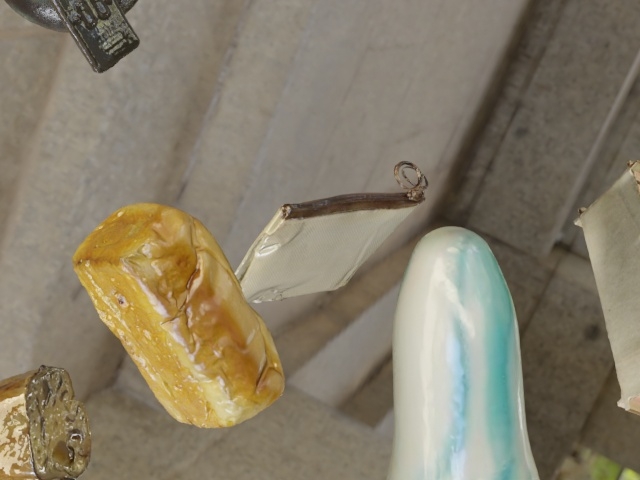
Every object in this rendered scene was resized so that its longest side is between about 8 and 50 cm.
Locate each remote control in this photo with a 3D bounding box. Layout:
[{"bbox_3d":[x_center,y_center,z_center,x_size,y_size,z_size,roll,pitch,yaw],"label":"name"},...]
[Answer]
[{"bbox_3d":[-0.239,-0.258,0.979,0.063,0.025,0.245,-49,117,-42],"label":"remote control"}]

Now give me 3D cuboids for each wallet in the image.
[{"bbox_3d":[0.002,0.001,1.791,0.335,0.068,0.275,-11,146,-45],"label":"wallet"}]

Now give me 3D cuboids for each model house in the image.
[{"bbox_3d":[0.482,0.077,1.456,0.169,0.244,0.326,-38,-138,37],"label":"model house"}]

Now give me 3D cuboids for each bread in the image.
[{"bbox_3d":[-0.168,0.096,1.416,0.294,0.166,0.132,58,44,-24],"label":"bread"}]

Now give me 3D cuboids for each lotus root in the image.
[{"bbox_3d":[-0.493,0.313,1.877,0.199,0.179,0.188,24,56,-66],"label":"lotus root"}]

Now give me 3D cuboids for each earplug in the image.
[{"bbox_3d":[0.154,0.145,1.291,0.185,0.185,0.324,-33,121,-65],"label":"earplug"}]

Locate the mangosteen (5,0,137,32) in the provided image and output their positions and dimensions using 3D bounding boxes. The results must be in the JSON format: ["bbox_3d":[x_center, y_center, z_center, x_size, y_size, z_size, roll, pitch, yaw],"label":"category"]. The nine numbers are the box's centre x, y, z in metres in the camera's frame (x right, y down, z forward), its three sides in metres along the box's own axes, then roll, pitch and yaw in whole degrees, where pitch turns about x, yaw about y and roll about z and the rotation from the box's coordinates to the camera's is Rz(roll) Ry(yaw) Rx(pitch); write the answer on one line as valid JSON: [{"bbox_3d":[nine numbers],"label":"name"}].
[{"bbox_3d":[-0.309,-0.376,1.443,0.243,0.243,0.243,-57,165,-24],"label":"mangosteen"}]
